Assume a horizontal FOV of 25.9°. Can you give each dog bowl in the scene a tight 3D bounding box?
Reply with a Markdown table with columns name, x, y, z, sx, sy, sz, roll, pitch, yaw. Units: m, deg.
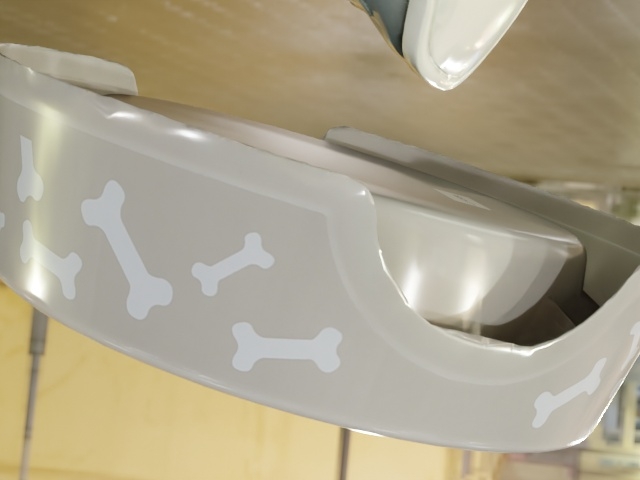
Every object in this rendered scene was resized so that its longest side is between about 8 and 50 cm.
| name | x | y | z | sx | sy | sz | roll | pitch | yaw |
| --- | --- | --- | --- | --- | --- | --- | --- | --- | --- |
| dog bowl | 0.000 | 0.000 | 0.682 | 0.348 | 0.102 | 0.349 | 17 | -172 | -3 |

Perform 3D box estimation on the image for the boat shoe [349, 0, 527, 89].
| name | x | y | z | sx | sy | sz | roll | pitch | yaw |
| --- | --- | --- | --- | --- | --- | --- | --- | --- | --- |
| boat shoe | 0.035 | -0.166 | 0.648 | 0.099 | 0.116 | 0.319 | 37 | 180 | 20 |
